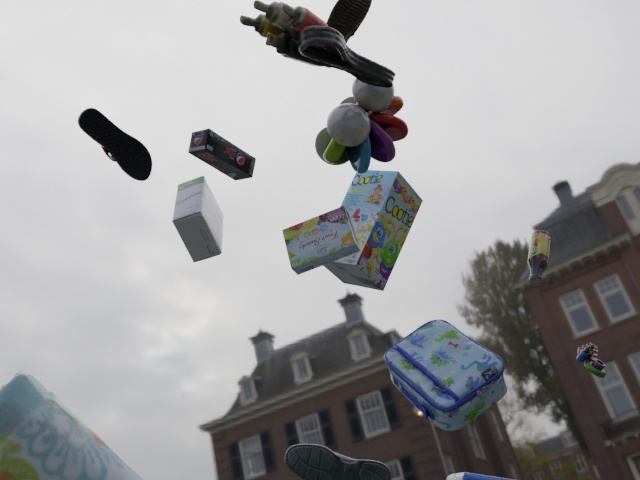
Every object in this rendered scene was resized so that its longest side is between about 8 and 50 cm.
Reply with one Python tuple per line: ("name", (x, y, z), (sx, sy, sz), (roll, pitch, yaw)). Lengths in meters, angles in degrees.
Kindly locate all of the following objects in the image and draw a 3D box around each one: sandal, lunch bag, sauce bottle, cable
("sandal", (-0.406, -0.191, 1.351), (0.179, 0.067, 0.040), (46, -26, -27))
("lunch bag", (0.242, 0.261, 1.343), (0.176, 0.219, 0.090), (-29, -54, -17))
("sauce bottle", (0.447, 0.036, 1.397), (0.042, 0.128, 0.042), (12, -41, 11))
("cable", (0.030, -0.287, 0.997), (0.287, 0.072, 0.139), (3, 5, -41))

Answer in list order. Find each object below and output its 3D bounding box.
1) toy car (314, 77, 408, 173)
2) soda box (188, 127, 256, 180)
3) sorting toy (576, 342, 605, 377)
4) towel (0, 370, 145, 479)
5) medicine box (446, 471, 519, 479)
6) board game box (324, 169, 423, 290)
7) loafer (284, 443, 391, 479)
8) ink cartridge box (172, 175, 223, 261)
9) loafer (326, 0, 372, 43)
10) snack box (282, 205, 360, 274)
("toy car", (0.082, -0.196, 1.205), (0.136, 0.182, 0.159), (36, -18, -3))
("soda box", (-0.229, -0.199, 1.593), (0.060, 0.053, 0.169), (-6, -23, 35))
("sorting toy", (0.616, 0.263, 1.542), (0.061, 0.102, 0.042), (22, -69, -14))
("towel", (-0.271, 0.337, 0.567), (0.374, 0.090, 0.320), (-42, -76, 1))
("medicine box", (0.375, 0.618, 1.311), (0.264, 0.289, 0.149), (8, -22, 1))
("board game box", (0.130, -0.030, 1.765), (0.144, 0.275, 0.142), (9, -24, 43))
("loafer", (0.040, 0.577, 1.699), (0.268, 0.096, 0.084), (13, -26, 2))
("ink cartridge box", (-0.351, -0.064, 1.968), (0.093, 0.212, 0.154), (-19, -56, 4))
("loafer", (0.034, -0.373, 1.185), (0.148, 0.056, 0.050), (-51, 5, 9))
("snack box", (0.000, 0.000, 1.402), (0.141, 0.100, 0.037), (-22, -32, 10))
